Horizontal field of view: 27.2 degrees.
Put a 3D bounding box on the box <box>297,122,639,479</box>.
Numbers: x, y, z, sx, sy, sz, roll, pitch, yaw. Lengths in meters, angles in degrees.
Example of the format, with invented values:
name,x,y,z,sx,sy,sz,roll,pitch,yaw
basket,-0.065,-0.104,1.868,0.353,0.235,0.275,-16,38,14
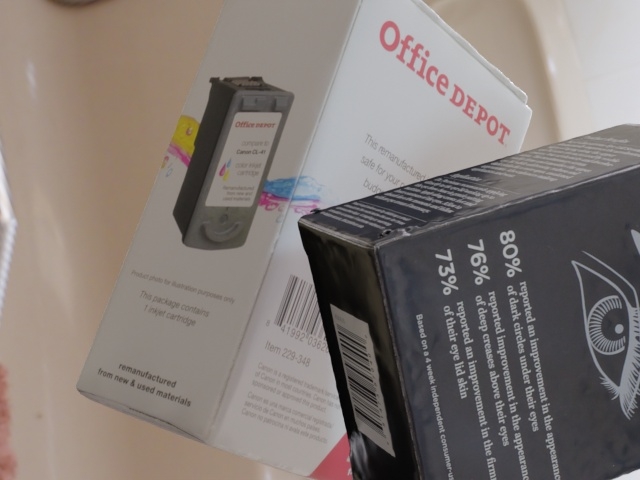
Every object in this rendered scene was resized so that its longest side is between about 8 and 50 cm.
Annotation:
name,x,y,z,sx,sy,sz,roll,pitch,yaw
box,0.112,0.038,0.672,0.108,0.207,0.153,-158,-125,-68

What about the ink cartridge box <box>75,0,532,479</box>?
name,x,y,z,sx,sy,sz,roll,pitch,yaw
ink cartridge box,0.000,0.000,0.888,0.226,0.131,0.306,31,74,-50
